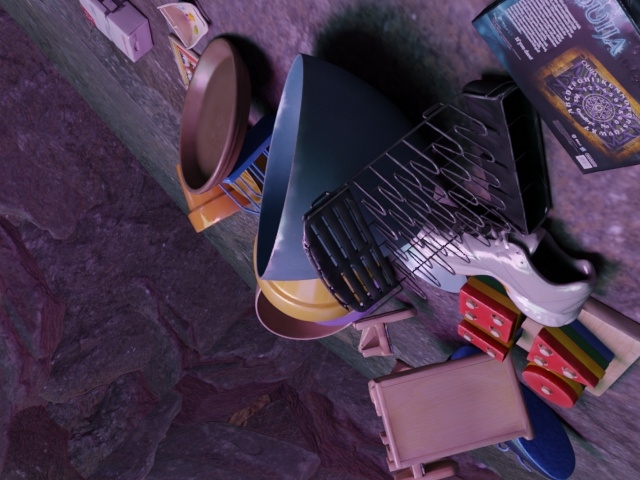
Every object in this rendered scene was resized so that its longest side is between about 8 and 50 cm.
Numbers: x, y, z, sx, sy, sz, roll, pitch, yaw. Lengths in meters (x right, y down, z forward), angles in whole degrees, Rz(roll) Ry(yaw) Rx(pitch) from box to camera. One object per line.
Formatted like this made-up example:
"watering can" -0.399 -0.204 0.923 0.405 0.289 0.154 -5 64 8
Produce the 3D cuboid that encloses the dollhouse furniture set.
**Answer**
"dollhouse furniture set" 0.243 0.325 1.120 0.394 0.257 0.361 84 172 -82

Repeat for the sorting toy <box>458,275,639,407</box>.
"sorting toy" 0.335 0.152 0.816 0.256 0.089 0.257 34 162 29

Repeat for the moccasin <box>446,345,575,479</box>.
"moccasin" 0.426 0.384 1.176 0.342 0.138 0.116 53 154 15

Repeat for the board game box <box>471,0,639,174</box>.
"board game box" 0.225 -0.139 0.428 0.186 0.026 0.126 47 164 -14

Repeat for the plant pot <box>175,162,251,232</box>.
"plant pot" -0.299 -0.151 1.436 0.187 0.205 0.205 61 162 -8

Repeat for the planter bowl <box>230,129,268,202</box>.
"planter bowl" -0.183 -0.194 1.183 0.217 0.090 0.217 40 165 13

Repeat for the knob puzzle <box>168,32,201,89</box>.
"knob puzzle" -0.244 -0.324 1.105 0.213 0.030 0.213 39 164 13

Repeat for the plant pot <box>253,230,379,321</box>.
"plant pot" 0.000 0.000 0.974 0.254 0.254 0.239 40 157 12

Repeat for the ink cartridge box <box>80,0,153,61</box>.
"ink cartridge box" -0.441 -0.479 1.116 0.150 0.063 0.109 43 165 -2

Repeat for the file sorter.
"file sorter" -0.107 -0.144 0.983 0.104 0.170 0.118 49 164 -29

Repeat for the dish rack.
"dish rack" 0.117 -0.028 0.564 0.074 0.272 0.208 46 172 48

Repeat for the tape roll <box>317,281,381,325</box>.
"tape roll" 0.039 0.102 1.174 0.189 0.189 0.080 56 -168 -39

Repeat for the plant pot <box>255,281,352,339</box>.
"plant pot" -0.032 0.089 1.324 0.284 0.284 0.190 56 -168 -39

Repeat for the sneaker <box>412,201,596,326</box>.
"sneaker" 0.238 0.002 0.683 0.263 0.099 0.121 30 154 17

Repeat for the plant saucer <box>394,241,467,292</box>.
"plant saucer" 0.187 0.013 0.916 0.195 0.037 0.195 39 164 14

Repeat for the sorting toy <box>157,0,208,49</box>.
"sorting toy" -0.226 -0.381 0.890 0.075 0.044 0.083 15 149 46

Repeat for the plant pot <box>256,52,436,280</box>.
"plant pot" 0.035 -0.079 0.689 0.196 0.289 0.290 9 170 -13

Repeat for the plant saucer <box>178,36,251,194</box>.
"plant saucer" -0.192 -0.216 0.922 0.041 0.277 0.278 7 -174 -33
